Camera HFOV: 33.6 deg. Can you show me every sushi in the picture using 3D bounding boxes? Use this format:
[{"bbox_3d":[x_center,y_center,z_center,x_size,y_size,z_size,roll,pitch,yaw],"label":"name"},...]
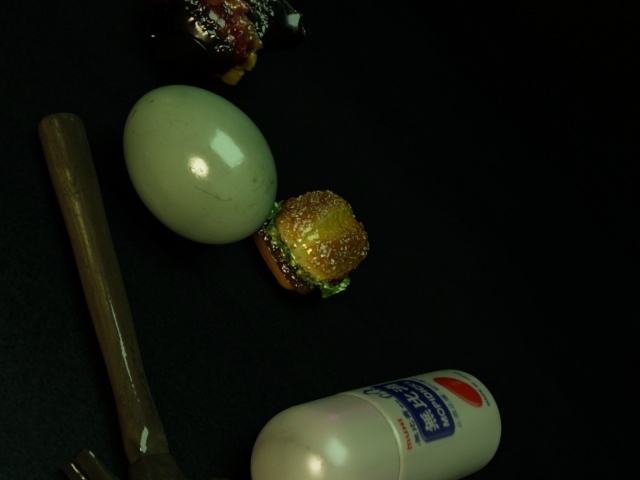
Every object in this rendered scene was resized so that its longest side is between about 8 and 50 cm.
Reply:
[{"bbox_3d":[-0.140,-0.282,1.355,0.172,0.153,0.150,60,44,-33],"label":"sushi"}]

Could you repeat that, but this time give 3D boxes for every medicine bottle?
[{"bbox_3d":[0.060,0.221,1.140,0.341,0.130,0.130,-2,61,-52],"label":"medicine bottle"}]

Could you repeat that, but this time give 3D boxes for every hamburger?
[{"bbox_3d":[0.000,0.000,1.312,0.137,0.087,0.166,58,32,6],"label":"hamburger"}]

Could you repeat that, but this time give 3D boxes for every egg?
[{"bbox_3d":[-0.132,-0.084,1.162,0.192,0.149,0.149,53,32,3],"label":"egg"}]

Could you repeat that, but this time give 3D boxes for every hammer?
[{"bbox_3d":[-0.206,0.063,1.030,0.168,0.044,0.440,13,50,-49],"label":"hammer"}]
